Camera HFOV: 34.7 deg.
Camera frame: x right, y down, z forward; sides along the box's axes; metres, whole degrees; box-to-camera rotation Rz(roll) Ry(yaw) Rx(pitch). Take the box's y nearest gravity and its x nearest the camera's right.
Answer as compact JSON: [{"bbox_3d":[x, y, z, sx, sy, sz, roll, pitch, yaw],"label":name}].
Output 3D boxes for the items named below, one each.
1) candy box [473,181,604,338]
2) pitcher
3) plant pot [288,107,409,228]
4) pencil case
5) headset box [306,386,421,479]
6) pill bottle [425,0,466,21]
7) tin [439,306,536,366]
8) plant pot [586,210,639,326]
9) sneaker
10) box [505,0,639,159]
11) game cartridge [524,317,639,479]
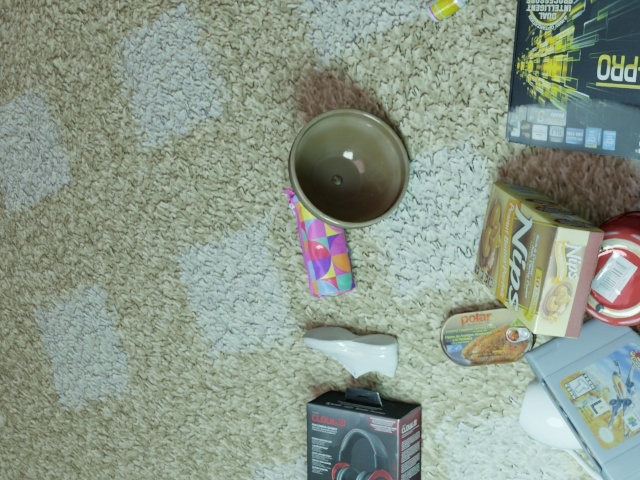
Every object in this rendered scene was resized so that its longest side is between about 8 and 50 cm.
[{"bbox_3d":[0.365,0.025,1.759,0.087,0.316,0.183,6,105,-11],"label":"candy box"},{"bbox_3d":[0.465,0.345,1.855,0.207,0.125,0.178,14,112,16],"label":"pitcher"},{"bbox_3d":[0.046,-0.130,2.000,0.237,0.237,0.110,65,162,6],"label":"plant pot"},{"bbox_3d":[0.000,0.000,2.083,0.104,0.104,0.236,-15,89,31],"label":"pencil case"},{"bbox_3d":[0.088,0.444,2.092,0.218,0.110,0.293,6,101,30],"label":"headset box"},{"bbox_3d":[0.240,-0.444,1.903,0.083,0.043,0.043,-26,84,31],"label":"pill bottle"},{"bbox_3d":[0.320,0.182,1.959,0.189,0.040,0.106,-9,97,31],"label":"tin"},{"bbox_3d":[0.527,0.053,1.737,0.191,0.174,0.191,6,102,28],"label":"plant pot"},{"bbox_3d":[0.058,0.236,2.104,0.212,0.080,0.094,8,113,28],"label":"sneaker"},{"bbox_3d":[0.497,-0.299,1.686,0.395,0.097,0.318,16,109,46],"label":"box"},{"bbox_3d":[0.514,0.273,1.765,0.198,0.062,0.297,-29,63,-3],"label":"game cartridge"}]
